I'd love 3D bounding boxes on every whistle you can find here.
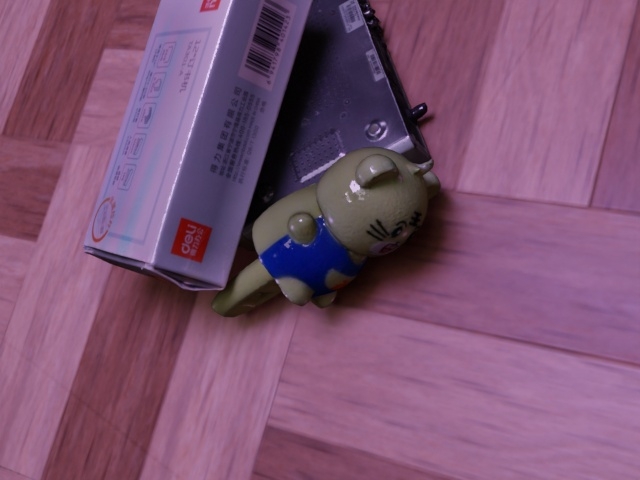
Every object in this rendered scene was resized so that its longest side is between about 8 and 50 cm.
[{"bbox_3d":[0.000,0.000,0.764,0.227,0.105,0.085,-36,66,23],"label":"whistle"}]

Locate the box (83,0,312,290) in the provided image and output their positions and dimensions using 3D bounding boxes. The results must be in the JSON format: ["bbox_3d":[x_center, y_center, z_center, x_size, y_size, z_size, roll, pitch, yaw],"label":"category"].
[{"bbox_3d":[-0.108,-0.097,0.807,0.135,0.079,0.269,10,81,52],"label":"box"}]

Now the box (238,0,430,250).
[{"bbox_3d":[-0.025,-0.148,0.865,0.211,0.045,0.270,-27,61,20],"label":"box"}]
